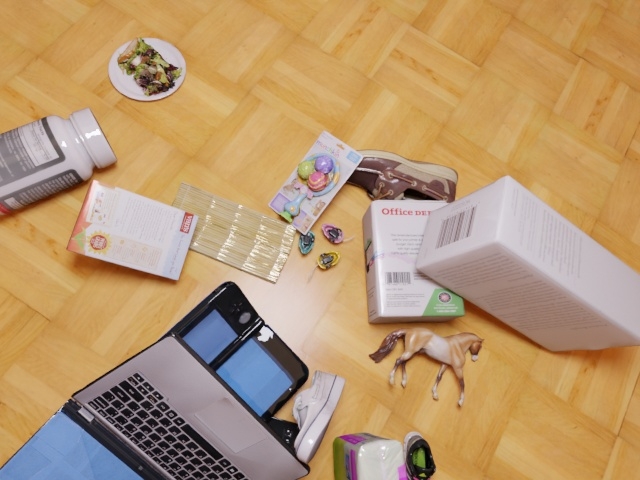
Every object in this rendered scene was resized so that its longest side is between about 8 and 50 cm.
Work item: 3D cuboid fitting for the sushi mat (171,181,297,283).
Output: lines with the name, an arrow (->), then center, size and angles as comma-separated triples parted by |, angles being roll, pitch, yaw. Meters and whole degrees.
sushi mat -> -0.225, -0.021, 1.107 | 0.316, 0.019, 0.151 | 22, 72, 0

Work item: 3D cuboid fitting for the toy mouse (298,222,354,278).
toy mouse -> 0.000, 0.000, 1.125 | 0.161, 0.031, 0.143 | -29, 79, -16

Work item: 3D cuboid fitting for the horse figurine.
horse figurine -> 0.253, 0.270, 1.056 | 0.263, 0.066, 0.174 | 19, 76, -4

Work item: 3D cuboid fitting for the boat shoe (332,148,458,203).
boat shoe -> 0.182, -0.139, 1.153 | 0.342, 0.123, 0.123 | 10, 73, -8

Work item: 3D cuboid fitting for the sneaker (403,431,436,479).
sneaker -> 0.210, 0.503, 0.969 | 0.063, 0.075, 0.170 | 6, 72, -6

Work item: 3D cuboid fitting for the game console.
game console -> -0.200, 0.275, 0.909 | 0.293, 0.250, 0.173 | -44, 54, -18

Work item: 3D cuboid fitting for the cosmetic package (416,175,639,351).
cosmetic package -> 0.463, 0.074, 0.986 | 0.453, 0.230, 0.161 | 31, 62, -18

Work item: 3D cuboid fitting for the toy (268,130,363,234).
toy -> -0.022, -0.148, 1.100 | 0.137, 0.056, 0.237 | 39, 97, 24

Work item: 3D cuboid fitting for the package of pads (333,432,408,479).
package of pads -> 0.100, 0.532, 0.865 | 0.101, 0.229, 0.296 | -2, 72, -11

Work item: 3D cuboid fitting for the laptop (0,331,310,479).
laptop -> -0.297, 0.437, 0.756 | 0.408, 0.236, 0.382 | -32, 109, 17

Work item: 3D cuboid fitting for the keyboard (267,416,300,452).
keyboard -> -0.195, 0.379, 0.978 | 0.317, 0.033, 0.201 | 16, 72, -3

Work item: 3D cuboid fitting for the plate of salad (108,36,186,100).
plate of salad -> -0.461, -0.463, 1.203 | 0.200, 0.048, 0.200 | 3, 71, -8

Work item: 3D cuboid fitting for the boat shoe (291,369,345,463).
boat shoe -> -0.018, 0.346, 0.918 | 0.084, 0.258, 0.095 | 22, 102, 10

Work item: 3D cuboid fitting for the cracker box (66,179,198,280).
cracker box -> -0.407, -0.018, 0.996 | 0.232, 0.067, 0.155 | 21, 80, -28

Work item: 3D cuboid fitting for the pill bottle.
pill bottle -> -0.630, -0.186, 1.031 | 0.283, 0.161, 0.161 | -28, 78, -16

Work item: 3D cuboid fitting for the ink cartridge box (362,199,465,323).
ink cartridge box -> 0.215, 0.052, 1.092 | 0.201, 0.117, 0.278 | 1, 73, -8
